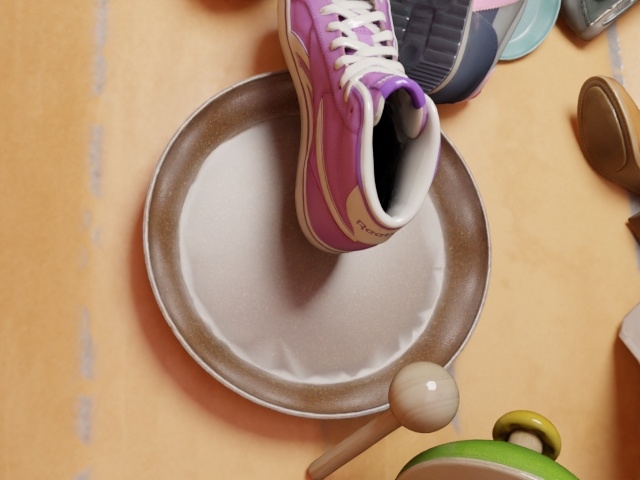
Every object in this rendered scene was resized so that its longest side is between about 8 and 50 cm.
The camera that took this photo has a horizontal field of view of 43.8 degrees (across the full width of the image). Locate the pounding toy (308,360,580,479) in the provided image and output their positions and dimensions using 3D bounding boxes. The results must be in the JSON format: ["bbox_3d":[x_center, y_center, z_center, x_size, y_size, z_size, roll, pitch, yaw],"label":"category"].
[{"bbox_3d":[0.137,0.188,0.648,0.237,0.183,0.110,37,44,0],"label":"pounding toy"}]

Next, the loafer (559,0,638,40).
[{"bbox_3d":[0.363,-0.308,0.875,0.267,0.096,0.084,-30,105,-14],"label":"loafer"}]

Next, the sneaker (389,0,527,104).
[{"bbox_3d":[0.159,-0.276,0.727,0.112,0.131,0.319,35,108,31],"label":"sneaker"}]

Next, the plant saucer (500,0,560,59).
[{"bbox_3d":[0.189,-0.246,0.812,0.119,0.021,0.119,-6,109,-18],"label":"plant saucer"}]

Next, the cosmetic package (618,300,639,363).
[{"bbox_3d":[0.516,0.133,0.602,0.393,0.329,0.327,39,106,-3],"label":"cosmetic package"}]

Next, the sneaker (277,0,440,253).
[{"bbox_3d":[0.040,-0.137,0.624,0.102,0.161,0.282,-4,83,-19],"label":"sneaker"}]

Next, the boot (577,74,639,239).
[{"bbox_3d":[0.359,-0.101,0.821,0.152,0.073,0.197,-29,97,-19],"label":"boot"}]

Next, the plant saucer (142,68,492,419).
[{"bbox_3d":[0.000,0.000,0.703,0.310,0.050,0.311,4,74,-15],"label":"plant saucer"}]
